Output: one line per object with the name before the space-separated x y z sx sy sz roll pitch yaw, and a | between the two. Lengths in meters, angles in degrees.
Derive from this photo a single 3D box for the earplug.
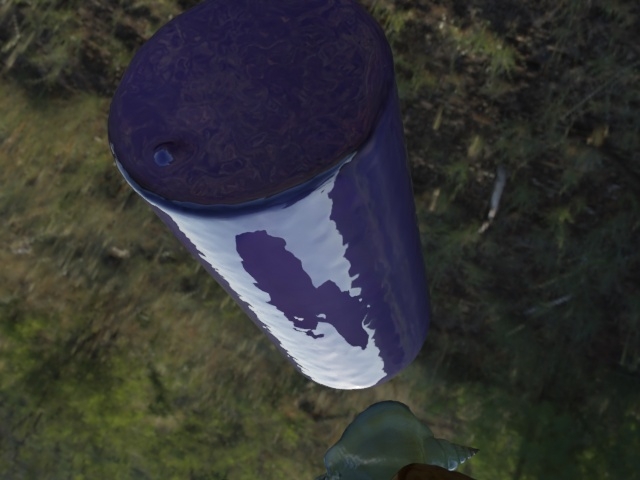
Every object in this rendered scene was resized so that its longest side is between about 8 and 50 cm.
earplug | 0.000 0.000 0.788 0.215 0.215 0.456 13 154 23

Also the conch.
conch | 0.076 0.203 0.811 0.180 0.088 0.065 0 -170 -25

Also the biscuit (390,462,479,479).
biscuit | 0.165 0.271 0.513 0.290 0.237 0.062 19 131 -16

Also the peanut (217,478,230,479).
peanut | -0.027 0.372 0.897 0.313 0.149 0.149 51 152 -9
